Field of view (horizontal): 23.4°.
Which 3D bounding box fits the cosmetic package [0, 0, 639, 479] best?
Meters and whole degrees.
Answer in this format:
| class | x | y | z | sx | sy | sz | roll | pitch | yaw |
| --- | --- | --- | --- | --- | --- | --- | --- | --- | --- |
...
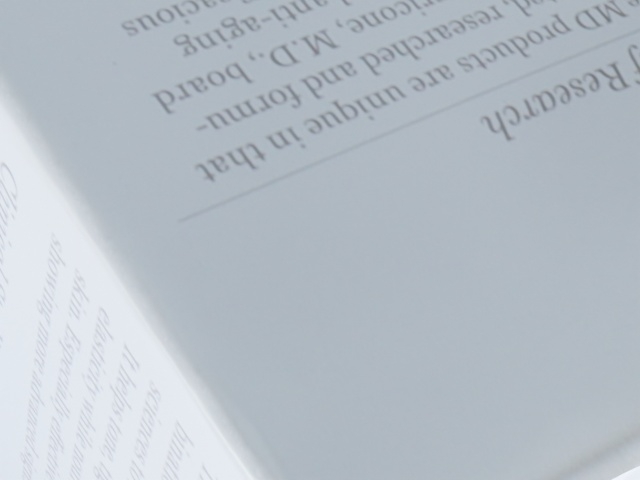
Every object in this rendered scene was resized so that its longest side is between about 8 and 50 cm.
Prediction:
| class | x | y | z | sx | sy | sz | roll | pitch | yaw |
| --- | --- | --- | --- | --- | --- | --- | --- | --- | --- |
| cosmetic package | 0.000 | 0.000 | 0.699 | 0.327 | 0.329 | 0.393 | -24 | -116 | -28 |
